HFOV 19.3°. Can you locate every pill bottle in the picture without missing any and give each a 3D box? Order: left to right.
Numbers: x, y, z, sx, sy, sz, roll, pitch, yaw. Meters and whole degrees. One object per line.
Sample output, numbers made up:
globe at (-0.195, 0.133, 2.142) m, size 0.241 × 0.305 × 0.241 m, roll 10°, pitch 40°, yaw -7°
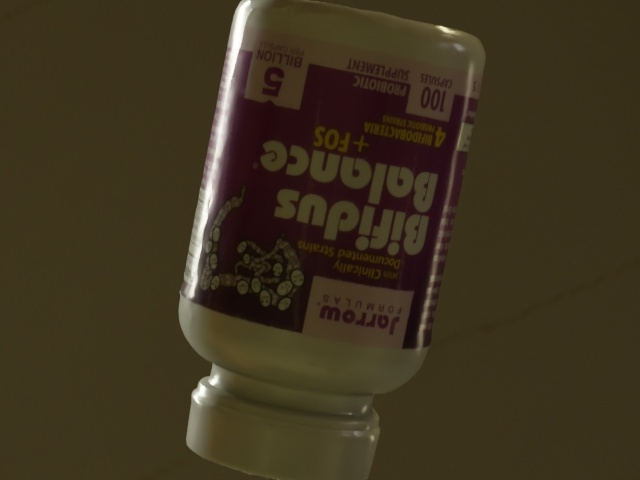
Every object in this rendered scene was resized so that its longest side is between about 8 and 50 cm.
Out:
pill bottle at (0.000, 0.000, 1.236) m, size 0.169 × 0.169 × 0.301 m, roll 10°, pitch -85°, yaw -10°
